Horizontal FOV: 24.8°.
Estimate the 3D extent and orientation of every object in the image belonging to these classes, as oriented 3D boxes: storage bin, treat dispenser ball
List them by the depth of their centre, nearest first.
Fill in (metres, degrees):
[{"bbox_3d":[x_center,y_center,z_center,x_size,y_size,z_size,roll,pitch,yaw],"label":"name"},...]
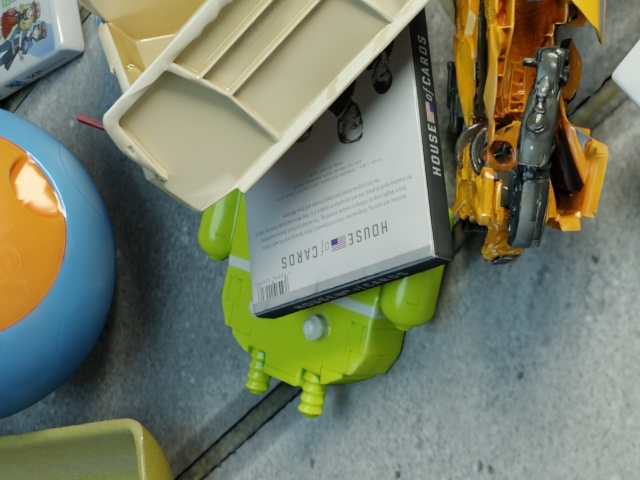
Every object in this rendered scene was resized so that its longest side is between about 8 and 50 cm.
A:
[{"bbox_3d":[-0.063,-0.195,1.051,0.260,0.123,0.262,-45,35,14],"label":"storage bin"},{"bbox_3d":[-0.326,0.021,1.285,0.288,0.288,0.288,-2,87,43],"label":"treat dispenser ball"}]

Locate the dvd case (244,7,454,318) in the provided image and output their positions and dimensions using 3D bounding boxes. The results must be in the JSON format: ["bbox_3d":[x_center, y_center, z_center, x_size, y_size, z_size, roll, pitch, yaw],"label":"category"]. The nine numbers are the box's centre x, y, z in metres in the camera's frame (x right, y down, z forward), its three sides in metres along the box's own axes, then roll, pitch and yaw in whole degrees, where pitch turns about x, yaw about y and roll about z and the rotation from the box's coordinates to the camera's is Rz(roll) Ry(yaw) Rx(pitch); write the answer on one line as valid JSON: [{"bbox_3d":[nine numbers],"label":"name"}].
[{"bbox_3d":[0.011,-0.077,1.080,0.179,0.030,0.238,-20,68,40],"label":"dvd case"}]

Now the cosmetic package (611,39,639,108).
[{"bbox_3d":[0.293,-0.144,0.856,0.231,0.085,0.117,-54,55,29],"label":"cosmetic package"}]

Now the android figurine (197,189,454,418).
[{"bbox_3d":[0.000,0.000,1.144,0.248,0.056,0.272,21,101,41],"label":"android figurine"}]

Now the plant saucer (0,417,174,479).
[{"bbox_3d":[-0.227,0.338,1.322,0.333,0.081,0.332,-13,79,43],"label":"plant saucer"}]

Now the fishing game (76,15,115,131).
[{"bbox_3d":[-0.112,-0.201,1.224,0.189,0.041,0.264,22,92,24],"label":"fishing game"}]

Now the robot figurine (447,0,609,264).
[{"bbox_3d":[0.137,-0.129,0.959,0.211,0.085,0.291,-142,53,-82],"label":"robot figurine"}]

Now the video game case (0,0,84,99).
[{"bbox_3d":[-0.373,-0.293,1.507,0.300,0.036,0.329,-21,73,37],"label":"video game case"}]
